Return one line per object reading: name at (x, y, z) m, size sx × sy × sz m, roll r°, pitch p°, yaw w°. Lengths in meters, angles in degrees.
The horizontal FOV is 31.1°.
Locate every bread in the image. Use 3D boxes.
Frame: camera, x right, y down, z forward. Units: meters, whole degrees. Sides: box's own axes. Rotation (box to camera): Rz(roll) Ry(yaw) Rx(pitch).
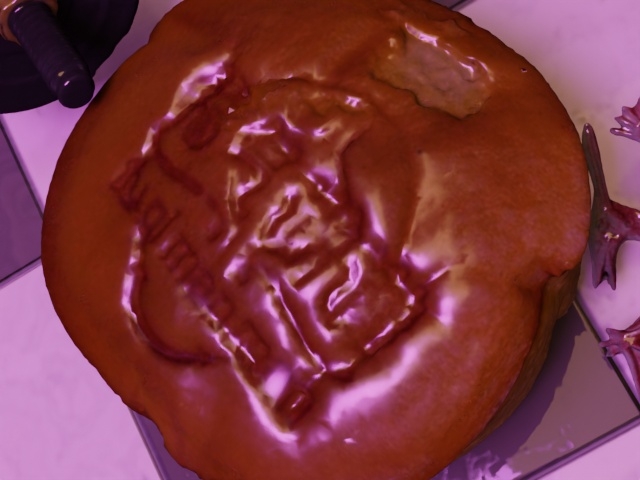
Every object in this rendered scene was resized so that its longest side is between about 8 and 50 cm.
bread at (0.000, 0.000, 0.576) m, size 0.269 × 0.148 × 0.270 m, roll -4°, pitch 75°, yaw 15°

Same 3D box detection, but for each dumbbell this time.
dumbbell at (-0.199, -0.178, 0.648) m, size 0.143 × 0.143 × 0.325 m, roll -40°, pitch 55°, yaw 4°

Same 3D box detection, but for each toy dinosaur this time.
toy dinosaur at (0.179, -0.007, 0.571) m, size 0.108 × 0.032 × 0.220 m, roll 0°, pitch 96°, yaw -4°
